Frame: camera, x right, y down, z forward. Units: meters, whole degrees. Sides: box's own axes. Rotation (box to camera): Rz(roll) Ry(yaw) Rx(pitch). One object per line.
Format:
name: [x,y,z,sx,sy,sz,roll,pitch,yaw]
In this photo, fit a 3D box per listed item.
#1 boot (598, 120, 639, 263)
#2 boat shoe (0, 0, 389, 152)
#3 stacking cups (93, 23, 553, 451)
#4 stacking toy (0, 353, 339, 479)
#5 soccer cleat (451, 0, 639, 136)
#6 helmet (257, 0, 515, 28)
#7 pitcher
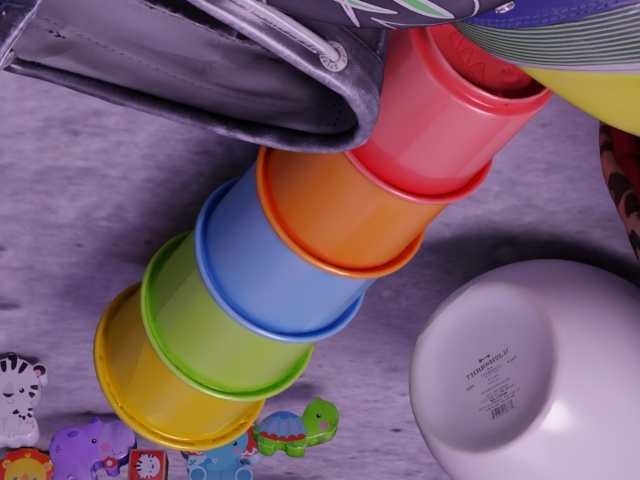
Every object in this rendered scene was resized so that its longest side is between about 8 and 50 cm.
boot: [0.249,0.090,0.631,0.138,0.377,0.284,-34,126,1]
boat shoe: [-0.113,-0.100,0.578,0.301,0.102,0.108,17,149,-23]
stacking cups: [0.000,0.000,0.758,0.096,0.096,0.316,17,149,-22]
stacking toy: [-0.097,0.128,1.063,0.221,0.052,0.167,2,154,0]
soccer cleat: [0.155,-0.056,0.540,0.289,0.093,0.121,30,164,22]
helmet: [0.008,-0.137,0.427,0.169,0.161,0.169,3,152,2]
pitcher: [0.156,0.067,0.857,0.178,0.125,0.207,-39,144,25]
